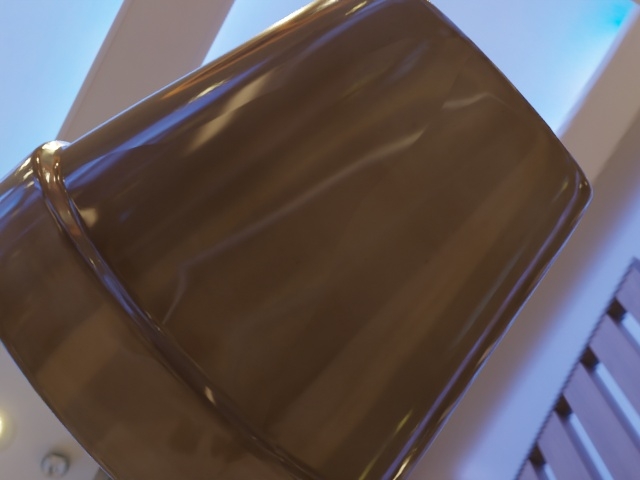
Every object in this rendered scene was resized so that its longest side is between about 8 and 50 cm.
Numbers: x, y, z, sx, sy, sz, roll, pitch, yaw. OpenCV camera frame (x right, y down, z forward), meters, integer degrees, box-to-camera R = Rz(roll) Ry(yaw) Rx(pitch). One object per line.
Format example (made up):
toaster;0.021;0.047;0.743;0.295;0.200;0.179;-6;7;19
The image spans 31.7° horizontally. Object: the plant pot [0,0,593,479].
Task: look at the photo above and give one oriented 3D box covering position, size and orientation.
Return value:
plant pot;0.000;0.000;0.692;0.280;0.323;0.323;-43;-74;5
